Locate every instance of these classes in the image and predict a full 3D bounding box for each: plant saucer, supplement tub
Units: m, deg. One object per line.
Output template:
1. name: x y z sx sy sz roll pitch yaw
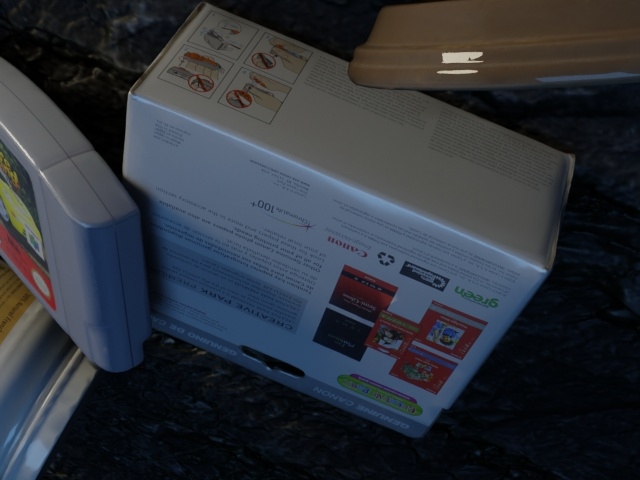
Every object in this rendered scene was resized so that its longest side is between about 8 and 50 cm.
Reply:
1. plant saucer: 0.151 -0.116 0.457 0.278 0.278 0.041 1 106 23
2. supplement tub: -0.402 0.116 0.937 0.316 0.228 0.228 30 137 -5

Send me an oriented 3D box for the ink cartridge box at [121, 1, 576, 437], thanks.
1. ink cartridge box: 0.000 0.000 0.717 0.309 0.130 0.272 23 139 2

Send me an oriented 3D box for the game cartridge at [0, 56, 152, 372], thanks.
1. game cartridge: -0.245 -0.043 0.738 0.294 0.060 0.196 39 139 32
